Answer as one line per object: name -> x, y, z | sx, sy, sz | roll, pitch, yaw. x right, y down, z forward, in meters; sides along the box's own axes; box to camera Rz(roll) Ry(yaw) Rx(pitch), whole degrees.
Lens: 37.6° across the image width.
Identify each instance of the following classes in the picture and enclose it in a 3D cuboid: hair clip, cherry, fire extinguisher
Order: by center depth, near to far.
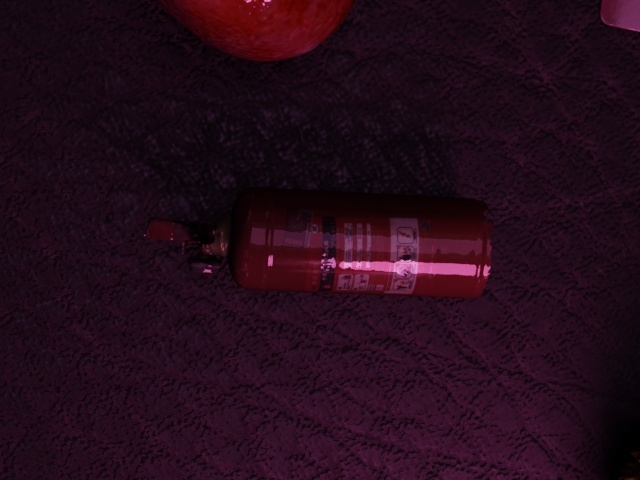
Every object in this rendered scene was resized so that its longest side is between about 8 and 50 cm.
cherry -> -0.067, -0.283, 0.879 | 0.206, 0.239, 0.239 | -42, 93, -4
fire extinguisher -> 0.000, 0.000, 0.918 | 0.336, 0.147, 0.107 | 2, 86, -8
hair clip -> 0.377, -0.249, 1.041 | 0.137, 0.022, 0.054 | 15, 89, -7

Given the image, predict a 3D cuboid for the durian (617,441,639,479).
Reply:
durian -> 0.425, 0.281, 0.923 | 0.291, 0.224, 0.291 | 1, 82, -10
